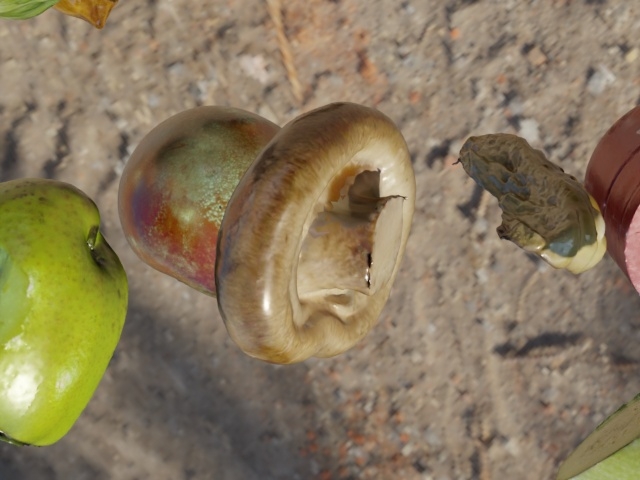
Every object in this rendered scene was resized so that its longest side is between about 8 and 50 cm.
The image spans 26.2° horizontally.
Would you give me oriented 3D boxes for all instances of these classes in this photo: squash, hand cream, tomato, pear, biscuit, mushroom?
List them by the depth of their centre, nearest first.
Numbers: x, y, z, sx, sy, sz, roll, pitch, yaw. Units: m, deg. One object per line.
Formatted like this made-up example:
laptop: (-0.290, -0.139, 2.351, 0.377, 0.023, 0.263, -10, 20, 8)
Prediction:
biscuit: (0.183, -0.034, 1.136, 0.118, 0.183, 0.061, 27, 108, -28)
hand cream: (0.351, -0.035, 1.289, 0.125, 0.193, 0.193, -114, 15, -58)
mushroom: (0.000, 0.000, 1.333, 0.146, 0.278, 0.278, 16, 127, 29)
pear: (-0.339, 0.054, 1.496, 0.292, 0.292, 0.159, 25, 171, 26)
squash: (0.391, 0.233, 1.663, 0.133, 0.220, 0.220, 30, 134, 12)
tomato: (-0.121, -0.058, 1.779, 0.270, 0.270, 0.222, 28, 113, 24)

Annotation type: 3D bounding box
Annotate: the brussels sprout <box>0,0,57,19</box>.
brussels sprout: (-0.141, -0.174, 0.653, 0.118, 0.155, 0.155, 23, 139, -13)

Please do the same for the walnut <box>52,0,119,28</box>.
walnut: (-0.256, -0.310, 1.390, 0.116, 0.116, 0.207, 2, 118, 40)
